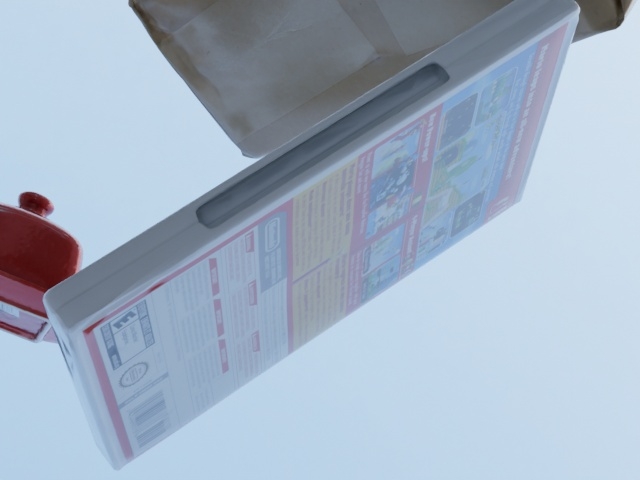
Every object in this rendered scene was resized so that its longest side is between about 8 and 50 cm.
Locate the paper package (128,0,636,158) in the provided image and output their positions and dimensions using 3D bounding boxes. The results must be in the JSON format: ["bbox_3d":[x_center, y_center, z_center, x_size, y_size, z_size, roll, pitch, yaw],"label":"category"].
[{"bbox_3d":[0.083,-0.235,1.059,0.325,0.168,0.309,-18,-156,39],"label":"paper package"}]

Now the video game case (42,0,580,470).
[{"bbox_3d":[0.000,0.000,0.748,0.285,0.204,0.025,-33,-111,-16],"label":"video game case"}]

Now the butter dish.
[{"bbox_3d":[-0.272,0.012,1.317,0.160,0.160,0.118,23,-110,-11],"label":"butter dish"}]
